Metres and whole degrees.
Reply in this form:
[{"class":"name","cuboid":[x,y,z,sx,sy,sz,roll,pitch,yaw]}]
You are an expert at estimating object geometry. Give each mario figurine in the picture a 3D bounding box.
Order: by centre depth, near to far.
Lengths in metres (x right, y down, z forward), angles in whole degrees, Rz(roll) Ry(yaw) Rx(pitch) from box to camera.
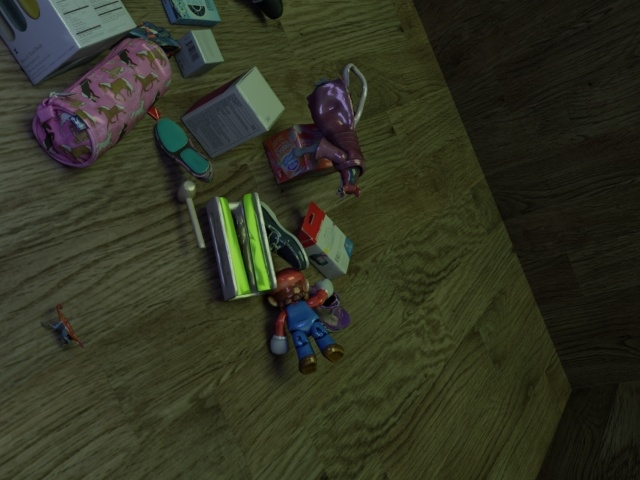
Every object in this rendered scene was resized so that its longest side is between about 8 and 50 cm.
[{"class":"mario figurine","cuboid":[-0.047,0.220,1.910,0.198,0.170,0.321,-2,52,-34]}]

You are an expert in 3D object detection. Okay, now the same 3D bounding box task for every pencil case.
[{"class":"pencil case","cuboid":[-0.502,-0.336,1.587,0.160,0.167,0.386,28,44,-1]}]

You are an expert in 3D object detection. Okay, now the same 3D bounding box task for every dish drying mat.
[{"class":"dish drying mat","cuboid":[-0.458,-0.355,1.775,0.083,0.008,0.032,42,45,-33]}]

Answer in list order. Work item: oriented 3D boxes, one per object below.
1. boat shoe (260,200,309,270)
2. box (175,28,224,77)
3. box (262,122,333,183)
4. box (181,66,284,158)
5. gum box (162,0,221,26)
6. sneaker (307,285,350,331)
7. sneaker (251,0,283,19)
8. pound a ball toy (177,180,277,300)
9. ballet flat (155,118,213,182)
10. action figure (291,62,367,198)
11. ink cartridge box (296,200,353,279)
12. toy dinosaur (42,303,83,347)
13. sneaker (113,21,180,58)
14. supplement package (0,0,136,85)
[{"class":"boat shoe","cuboid":[-0.133,-0.006,1.919,0.079,0.095,0.254,-29,75,-37]},{"class":"box","cuboid":[-0.353,-0.535,1.918,0.087,0.102,0.101,-30,97,-52]},{"class":"box","cuboid":[-0.026,-0.290,2.196,0.300,0.142,0.154,-19,89,-54]},{"class":"box","cuboid":[-0.243,-0.353,1.863,0.149,0.232,0.127,54,40,-22]},{"class":"gum box","cuboid":[-0.397,-0.722,1.999,0.184,0.041,0.157,-22,91,-55]},{"class":"sneaker","cuboid":[0.027,0.206,2.069,0.236,0.104,0.095,39,45,-37]},{"class":"sneaker","cuboid":[-0.257,-0.848,2.200,0.330,0.122,0.146,51,58,-26]},{"class":"pound a ball toy","cuboid":[-0.261,0.001,1.794,0.208,0.135,0.319,-9,80,-28]},{"class":"ballet flat","cuboid":[-0.359,-0.227,1.767,0.077,0.079,0.221,-38,69,-19]},{"class":"action figure","cuboid":[0.079,-0.288,2.004,0.248,0.275,0.370,24,43,-52]},{"class":"ink cartridge box","cuboid":[0.000,0.000,2.150,0.231,0.078,0.134,47,41,-29]},{"class":"toy dinosaur","cuboid":[-0.526,0.173,1.393,0.047,0.090,0.082,-57,152,-65]},{"class":"sneaker","cuboid":[-0.479,-0.541,1.790,0.221,0.083,0.087,-7,66,-59]},{"class":"supplement package","cuboid":[-0.602,-0.531,1.504,0.263,0.199,0.198,59,38,-15]}]
